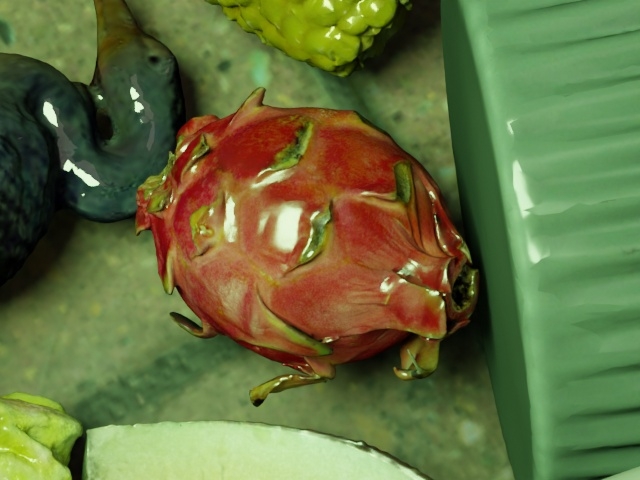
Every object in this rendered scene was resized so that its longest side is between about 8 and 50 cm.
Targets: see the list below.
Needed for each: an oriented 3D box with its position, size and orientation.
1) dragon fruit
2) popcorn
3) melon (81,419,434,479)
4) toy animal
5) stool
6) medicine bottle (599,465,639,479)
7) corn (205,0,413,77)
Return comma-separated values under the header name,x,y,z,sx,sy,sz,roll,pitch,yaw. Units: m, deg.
name,x,y,z,sx,sy,sz,roll,pitch,yaw
dragon fruit,0.000,0.000,0.885,0.166,0.136,0.133,18,30,28
popcorn,-0.160,0.106,0.871,0.097,0.109,0.089,48,39,-22
melon,-0.018,0.127,0.877,0.182,0.054,0.098,-7,46,-11
toy animal,-0.209,-0.042,0.895,0.298,0.122,0.185,-31,81,-29
stool,0.232,-0.025,0.825,0.330,0.297,0.297,-9,73,0
medicine bottle,0.126,0.188,0.682,0.214,0.379,0.213,14,63,-30
corn,-0.093,-0.219,0.957,0.120,0.120,0.363,-43,77,-13
